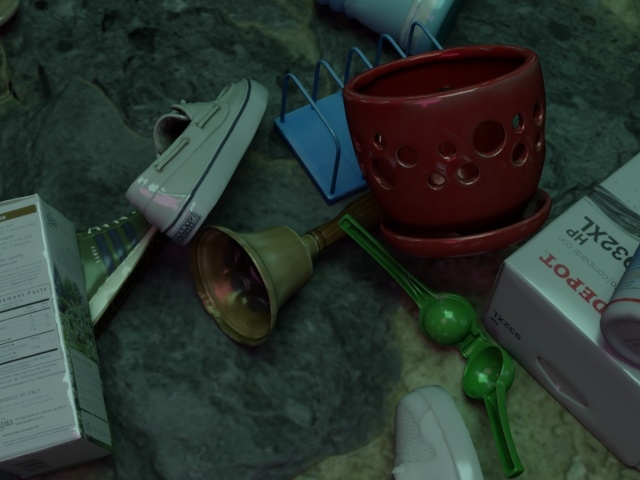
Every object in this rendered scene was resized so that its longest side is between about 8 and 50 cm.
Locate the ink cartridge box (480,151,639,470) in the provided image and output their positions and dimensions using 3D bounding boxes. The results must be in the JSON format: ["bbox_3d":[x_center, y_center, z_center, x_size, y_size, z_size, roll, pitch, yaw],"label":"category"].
[{"bbox_3d":[0.349,0.040,1.464,0.307,0.129,0.223,-36,68,-24],"label":"ink cartridge box"}]

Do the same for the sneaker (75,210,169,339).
[{"bbox_3d":[-0.212,0.006,1.467,0.086,0.064,0.192,30,63,7],"label":"sneaker"}]

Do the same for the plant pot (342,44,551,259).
[{"bbox_3d":[0.126,-0.083,1.428,0.191,0.174,0.191,-8,18,3],"label":"plant pot"}]

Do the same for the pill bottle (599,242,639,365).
[{"bbox_3d":[0.321,0.033,1.337,0.087,0.087,0.160,27,61,11],"label":"pill bottle"}]

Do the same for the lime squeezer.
[{"bbox_3d":[0.122,0.101,1.431,0.110,0.059,0.310,-7,54,-42],"label":"lime squeezer"}]

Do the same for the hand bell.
[{"bbox_3d":[0.000,0.000,1.490,0.242,0.126,0.126,-27,63,-35],"label":"hand bell"}]

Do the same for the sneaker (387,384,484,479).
[{"bbox_3d":[0.060,0.266,1.307,0.169,0.108,0.292,-4,60,-11],"label":"sneaker"}]

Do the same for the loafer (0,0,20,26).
[{"bbox_3d":[-0.457,-0.306,1.624,0.268,0.092,0.102,21,58,8],"label":"loafer"}]

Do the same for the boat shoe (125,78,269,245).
[{"bbox_3d":[-0.126,-0.097,1.482,0.088,0.096,0.267,34,39,-9],"label":"boat shoe"}]

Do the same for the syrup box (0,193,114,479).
[{"bbox_3d":[-0.265,0.088,1.358,0.096,0.093,0.237,-16,71,6],"label":"syrup box"}]

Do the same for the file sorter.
[{"bbox_3d":[0.055,-0.141,1.564,0.170,0.104,0.118,-25,63,-19],"label":"file sorter"}]

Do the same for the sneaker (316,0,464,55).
[{"bbox_3d":[0.096,-0.370,1.701,0.208,0.127,0.319,23,58,8],"label":"sneaker"}]
